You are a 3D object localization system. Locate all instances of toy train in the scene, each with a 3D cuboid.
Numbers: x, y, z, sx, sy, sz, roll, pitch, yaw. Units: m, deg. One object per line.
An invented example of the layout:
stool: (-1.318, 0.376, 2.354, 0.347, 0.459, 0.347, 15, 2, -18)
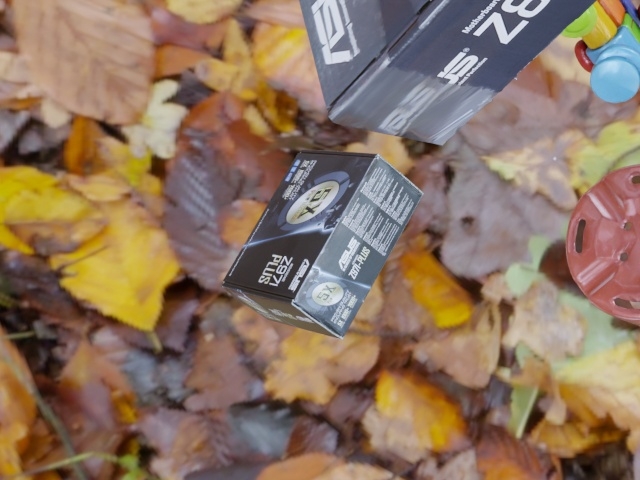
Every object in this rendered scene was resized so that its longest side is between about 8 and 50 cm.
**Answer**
toy train: (0.270, -0.268, 1.377, 0.105, 0.143, 0.248, -31, 110, 29)

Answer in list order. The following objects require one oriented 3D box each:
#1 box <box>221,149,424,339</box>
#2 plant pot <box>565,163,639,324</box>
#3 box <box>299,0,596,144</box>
box: (0.000, 0.000, 1.344, 0.077, 0.147, 0.180, 38, 75, -31)
plant pot: (0.472, 0.014, 1.719, 0.272, 0.265, 0.272, -4, 83, 34)
box: (0.084, -0.304, 0.725, 0.318, 0.097, 0.395, -44, 49, 44)
